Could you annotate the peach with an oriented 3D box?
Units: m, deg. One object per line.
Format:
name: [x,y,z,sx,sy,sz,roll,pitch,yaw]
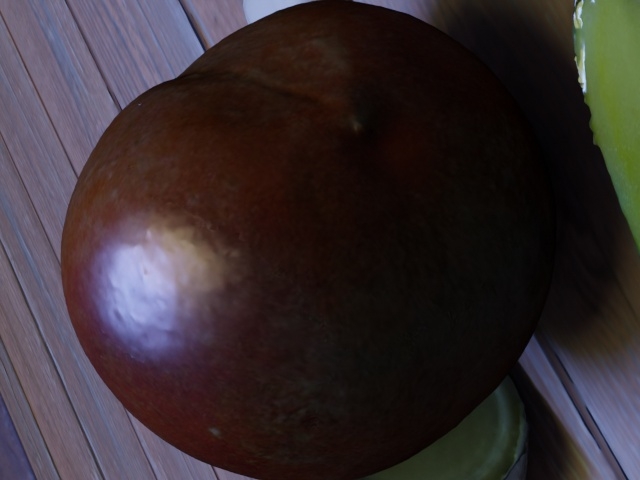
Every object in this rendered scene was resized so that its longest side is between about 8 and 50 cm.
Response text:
peach: [0.000,0.000,0.846,0.252,0.252,0.252,49,149,44]

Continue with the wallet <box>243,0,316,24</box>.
wallet: [0.001,-0.095,1.057,0.190,0.033,0.095,67,160,11]

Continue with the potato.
potato: [0.166,-0.034,0.690,0.119,0.054,0.198,105,145,-55]

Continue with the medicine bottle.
medicine bottle: [0.044,0.140,0.989,0.147,0.147,0.143,57,156,32]
